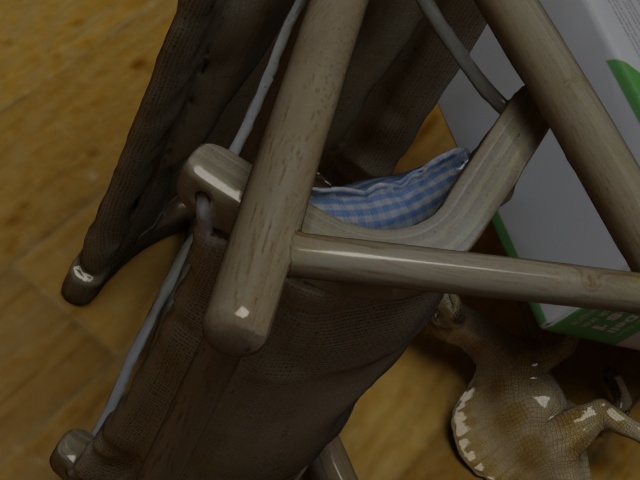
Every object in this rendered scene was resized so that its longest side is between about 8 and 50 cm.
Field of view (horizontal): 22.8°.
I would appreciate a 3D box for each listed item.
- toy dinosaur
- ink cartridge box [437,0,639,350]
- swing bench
[{"bbox_3d":[0.107,0.086,0.717,0.093,0.053,0.183,-25,79,-16],"label":"toy dinosaur"},{"bbox_3d":[0.171,-0.028,0.742,0.219,0.092,0.160,15,44,-43],"label":"ink cartridge box"},{"bbox_3d":[0.000,0.000,0.591,0.165,0.253,0.254,7,52,-18],"label":"swing bench"}]
